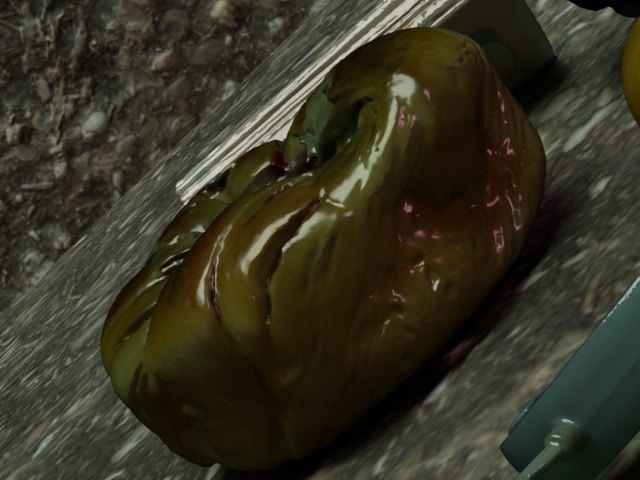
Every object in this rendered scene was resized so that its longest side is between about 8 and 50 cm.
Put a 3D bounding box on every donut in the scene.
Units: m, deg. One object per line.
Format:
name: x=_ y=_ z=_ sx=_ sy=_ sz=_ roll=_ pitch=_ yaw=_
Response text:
donut: x=0.000 y=0.000 z=1.063 sx=0.360 sy=0.170 sz=0.360 roll=-41 pitch=14 yaw=12

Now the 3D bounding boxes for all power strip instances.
power strip: x=0.151 y=0.040 z=0.688 sx=0.216 sy=0.044 sz=0.137 roll=-47 pitch=-10 yaw=-23

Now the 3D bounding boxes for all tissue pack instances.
tissue pack: x=0.043 y=-0.105 z=1.287 sx=0.325 sy=0.071 sz=0.170 roll=-41 pitch=-30 yaw=6

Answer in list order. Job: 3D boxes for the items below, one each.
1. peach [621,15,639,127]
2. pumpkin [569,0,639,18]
peach: x=0.248 y=-0.109 z=0.837 sx=0.179 sy=0.103 sz=0.179 roll=-41 pitch=16 yaw=14
pumpkin: x=0.229 y=-0.338 z=1.053 sx=0.363 sy=0.363 sz=0.266 roll=-34 pitch=22 yaw=31
